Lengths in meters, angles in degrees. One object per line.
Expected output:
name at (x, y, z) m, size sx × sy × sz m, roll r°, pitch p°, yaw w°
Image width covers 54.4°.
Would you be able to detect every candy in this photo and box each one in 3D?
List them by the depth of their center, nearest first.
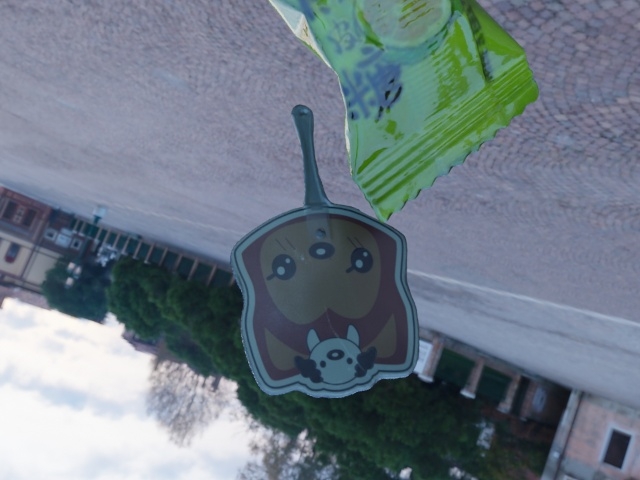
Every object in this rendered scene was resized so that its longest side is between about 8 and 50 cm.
candy at (0.033, -0.150, 0.378) m, size 0.246 × 0.149 × 0.069 m, roll 56°, pitch -175°, yaw -18°

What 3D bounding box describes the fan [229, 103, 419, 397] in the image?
fan at (0.000, 0.000, 0.447) m, size 0.131 × 0.220 × 0.009 m, roll -3°, pitch 164°, yaw -14°
